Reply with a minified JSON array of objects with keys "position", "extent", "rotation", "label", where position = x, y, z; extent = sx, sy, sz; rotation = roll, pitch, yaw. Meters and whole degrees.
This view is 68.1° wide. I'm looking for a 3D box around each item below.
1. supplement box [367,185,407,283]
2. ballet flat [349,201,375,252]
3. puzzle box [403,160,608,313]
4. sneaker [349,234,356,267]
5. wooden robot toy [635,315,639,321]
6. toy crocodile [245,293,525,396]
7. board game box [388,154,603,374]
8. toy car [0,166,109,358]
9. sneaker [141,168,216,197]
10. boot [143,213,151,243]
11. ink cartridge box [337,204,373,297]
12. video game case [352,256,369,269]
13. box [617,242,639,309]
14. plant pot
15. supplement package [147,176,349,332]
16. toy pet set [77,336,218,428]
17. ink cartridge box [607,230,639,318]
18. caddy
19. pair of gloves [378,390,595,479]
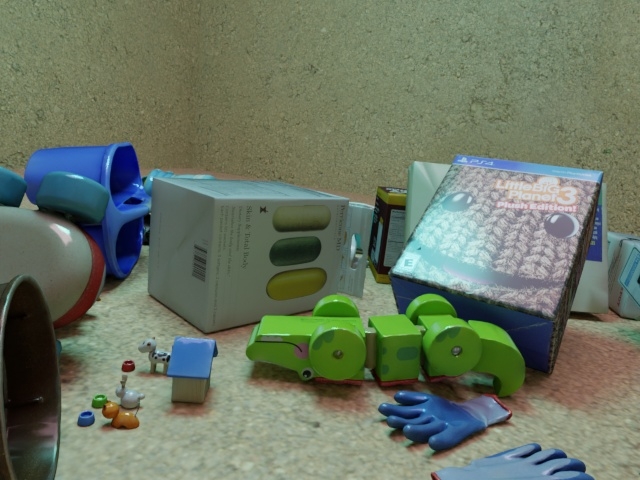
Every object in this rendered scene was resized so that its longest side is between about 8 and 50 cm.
[{"position":[0.192,-0.016,1.088],"extent":[0.129,0.194,0.191],"rotation":[6,12,-2],"label":"supplement box"},{"position":[0.031,-0.038,1.322],"extent":[0.401,0.139,0.139],"rotation":[6,12,0],"label":"ballet flat"},{"position":[0.371,-0.002,0.951],"extent":[0.410,0.271,0.052],"rotation":[6,-10,-4],"label":"puzzle box"},{"position":[-0.002,-0.005,1.103],"extent":[0.164,0.086,0.226],"rotation":[10,13,0],"label":"sneaker"},{"position":[0.667,0.165,0.854],"extent":[0.174,0.076,0.079],"rotation":[1,48,-8],"label":"wooden robot toy"},{"position":[0.081,0.133,0.586],"extent":[0.341,0.105,0.115],"rotation":[1,13,-5],"label":"toy crocodile"},{"position":[0.280,0.019,0.746],"extent":[0.232,0.141,0.291],"rotation":[14,53,31],"label":"board game box"},{"position":[-0.346,0.052,0.601],"extent":[0.211,0.219,0.238],"rotation":[8,-17,5],"label":"toy car"},{"position":[-0.346,-0.102,1.217],"extent":[0.209,0.127,0.319],"rotation":[9,-13,5],"label":"sneaker"},{"position":[-0.486,-0.038,1.113],"extent":[0.229,0.091,0.263],"rotation":[15,19,3],"label":"boot"},{"position":[0.000,0.000,0.944],"extent":[0.225,0.180,0.056],"rotation":[12,17,25],"label":"ink cartridge box"},{"position":[0.012,0.046,1.127],"extent":[0.143,0.019,0.157],"rotation":[18,16,41],"label":"video game case"},{"position":[0.625,0.119,0.742],"extent":[0.169,0.087,0.290],"rotation":[7,29,2],"label":"box"},{"position":[-0.287,0.114,0.326],"extent":[0.165,0.166,0.167],"rotation":[-5,15,-19],"label":"plant pot"},{"position":[-0.120,0.007,0.797],"extent":[0.263,0.199,0.198],"rotation":[-5,17,-43],"label":"supplement package"},{"position":[-0.171,0.133,0.496],"extent":[0.114,0.065,0.122],"rotation":[6,12,-4],"label":"toy pet set"},{"position":[0.676,0.073,1.034],"extent":[0.087,0.152,0.208],"rotation":[10,13,9],"label":"ink cartridge box"},{"position":[-0.404,-0.062,0.894],"extent":[0.179,0.241,0.341],"rotation":[-3,14,-11],"label":"caddy"},{"position":[0.159,0.199,0.465],"extent":[0.160,0.023,0.198],"rotation":[1,12,-23],"label":"pair of gloves"}]
